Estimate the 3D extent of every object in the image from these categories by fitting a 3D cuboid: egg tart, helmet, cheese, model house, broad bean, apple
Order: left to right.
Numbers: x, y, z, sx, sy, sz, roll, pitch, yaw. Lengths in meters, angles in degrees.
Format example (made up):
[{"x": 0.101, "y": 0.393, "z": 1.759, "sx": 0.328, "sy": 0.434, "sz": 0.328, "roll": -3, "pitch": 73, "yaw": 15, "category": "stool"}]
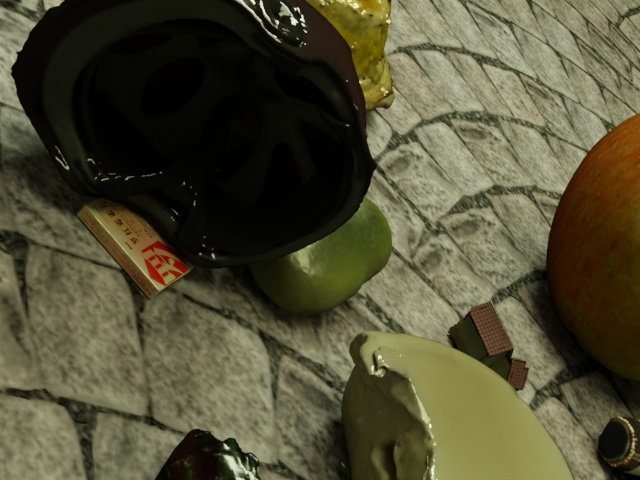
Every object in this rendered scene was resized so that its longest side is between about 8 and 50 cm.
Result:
[{"x": -0.087, "y": -0.131, "z": 0.956, "sx": 0.305, "sy": 0.225, "sz": 0.177, "roll": 46, "pitch": 32, "yaw": -33, "category": "helmet"}, {"x": -0.011, "y": -0.285, "z": 1.396, "sx": 0.315, "sy": 0.120, "sz": 0.315, "roll": 32, "pitch": 34, "yaw": -25, "category": "egg tart"}, {"x": 0.000, "y": 0.000, "z": 1.107, "sx": 0.124, "sy": 0.082, "sz": 0.174, "roll": 56, "pitch": 30, "yaw": 11, "category": "broad bean"}, {"x": 0.100, "y": 0.202, "z": 0.953, "sx": 0.233, "sy": 0.127, "sz": 0.266, "roll": 27, "pitch": 35, "yaw": -33, "category": "cheese"}, {"x": 0.177, "y": 0.112, "z": 1.224, "sx": 0.057, "sy": 0.058, "sz": 0.083, "roll": 15, "pitch": 43, "yaw": -43, "category": "model house"}, {"x": 0.433, "y": 0.011, "z": 1.428, "sx": 0.339, "sy": 0.339, "sz": 0.339, "roll": 32, "pitch": 33, "yaw": -24, "category": "apple"}]

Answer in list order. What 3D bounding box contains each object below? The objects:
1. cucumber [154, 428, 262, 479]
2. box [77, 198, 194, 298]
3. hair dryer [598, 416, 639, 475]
[{"x": -0.037, "y": 0.265, "z": 0.737, "sx": 0.096, "sy": 0.096, "sz": 0.359, "roll": 16, "pitch": 43, "yaw": -42, "category": "cucumber"}, {"x": -0.151, "y": 0.001, "z": 0.981, "sx": 0.093, "sy": 0.015, "sz": 0.058, "roll": 48, "pitch": 31, "yaw": 2, "category": "box"}, {"x": 0.443, "y": 0.255, "z": 1.357, "sx": 0.362, "sy": 0.128, "sz": 0.203, "roll": 19, "pitch": 40, "yaw": -28, "category": "hair dryer"}]
